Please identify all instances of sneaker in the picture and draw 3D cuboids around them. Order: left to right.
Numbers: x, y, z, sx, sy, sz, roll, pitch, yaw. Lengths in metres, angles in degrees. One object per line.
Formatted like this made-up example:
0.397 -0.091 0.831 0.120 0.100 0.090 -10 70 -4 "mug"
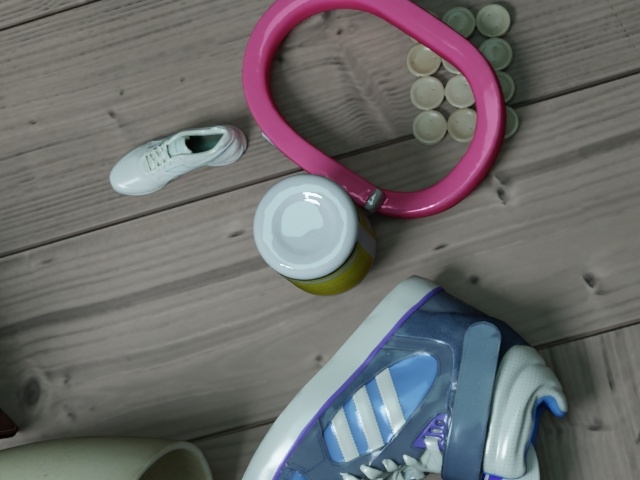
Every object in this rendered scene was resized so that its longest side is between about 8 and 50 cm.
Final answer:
-0.157 -0.092 1.797 0.152 0.061 0.053 -20 79 7 "sneaker"
0.092 0.214 1.661 0.236 0.130 0.323 37 83 18 "sneaker"

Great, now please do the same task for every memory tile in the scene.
0.147 -0.173 1.781 0.113 0.012 0.148 -4 80 9 "memory tile"

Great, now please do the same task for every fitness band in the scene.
0.053 -0.150 1.764 0.291 0.054 0.209 36 91 16 "fitness band"

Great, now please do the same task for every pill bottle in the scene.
0.000 0.000 1.688 0.103 0.184 0.103 -2 80 10 "pill bottle"

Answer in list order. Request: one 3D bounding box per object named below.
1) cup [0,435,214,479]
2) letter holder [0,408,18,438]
-0.271 0.325 1.617 0.237 0.331 0.331 12 82 18 "cup"
-0.453 0.167 1.679 0.214 0.302 0.152 42 89 14 "letter holder"
